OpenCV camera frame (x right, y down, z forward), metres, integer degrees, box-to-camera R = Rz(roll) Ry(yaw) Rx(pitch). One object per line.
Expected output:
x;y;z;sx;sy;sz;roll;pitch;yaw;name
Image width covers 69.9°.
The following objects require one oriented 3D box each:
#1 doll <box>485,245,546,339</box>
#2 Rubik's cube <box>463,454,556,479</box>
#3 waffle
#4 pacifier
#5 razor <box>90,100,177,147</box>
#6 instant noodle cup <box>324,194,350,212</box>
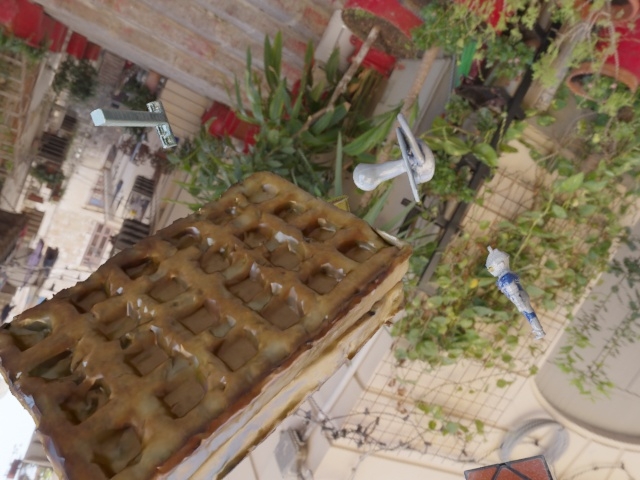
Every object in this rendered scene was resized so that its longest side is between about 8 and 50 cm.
0.445;0.113;1.060;0.114;0.057;0.227;-9;-108;-64;doll
0.501;0.674;1.135;0.205;0.205;0.207;49;-156;-46;Rubik's cube
-0.094;0.069;0.401;0.213;0.091;0.308;30;-127;34;waffle
0.194;-0.211;1.260;0.287;0.226;0.238;-66;-45;-73;pacifier
-0.384;-0.257;0.977;0.056;0.111;0.278;-17;-171;9;razor
0.000;0.000;0.986;0.182;0.182;0.144;-67;-43;-79;instant noodle cup
